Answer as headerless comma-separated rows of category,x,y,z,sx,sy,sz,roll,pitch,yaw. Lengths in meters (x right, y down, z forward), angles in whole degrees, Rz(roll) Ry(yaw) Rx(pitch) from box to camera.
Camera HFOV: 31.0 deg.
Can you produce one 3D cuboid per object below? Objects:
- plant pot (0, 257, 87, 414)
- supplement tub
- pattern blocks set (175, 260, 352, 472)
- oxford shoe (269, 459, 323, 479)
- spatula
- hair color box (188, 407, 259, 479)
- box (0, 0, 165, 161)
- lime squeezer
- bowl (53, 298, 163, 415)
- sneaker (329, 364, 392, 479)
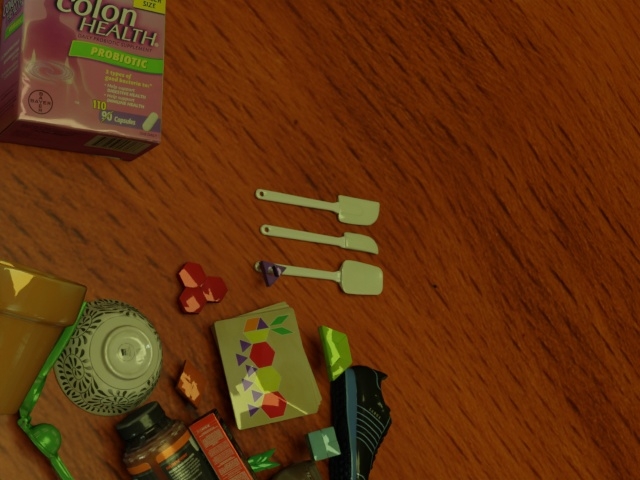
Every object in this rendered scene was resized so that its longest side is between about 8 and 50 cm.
plant pot,-0.432,0.120,1.508,0.205,0.205,0.188,19,86,-28
supplement tub,-0.211,0.329,1.644,0.106,0.106,0.198,-35,100,-32
pattern blocks set,-0.086,0.190,1.770,0.285,0.026,0.325,0,74,-23
oxford shoe,0.029,0.505,1.749,0.132,0.130,0.364,-30,96,-39
spatula,0.000,0.000,1.899,0.242,0.019,0.168,8,76,-31
hair color box,-0.134,0.314,1.659,0.043,0.072,0.141,-30,89,-3
box,-0.346,-0.257,1.676,0.213,0.117,0.243,8,75,-31
lime squeezer,-0.361,0.244,1.588,0.110,0.059,0.310,-6,87,-20
bowl,-0.288,0.164,1.646,0.170,0.080,0.170,7,77,-31
sneaker,0.069,0.313,1.836,0.090,0.081,0.232,8,73,-24
